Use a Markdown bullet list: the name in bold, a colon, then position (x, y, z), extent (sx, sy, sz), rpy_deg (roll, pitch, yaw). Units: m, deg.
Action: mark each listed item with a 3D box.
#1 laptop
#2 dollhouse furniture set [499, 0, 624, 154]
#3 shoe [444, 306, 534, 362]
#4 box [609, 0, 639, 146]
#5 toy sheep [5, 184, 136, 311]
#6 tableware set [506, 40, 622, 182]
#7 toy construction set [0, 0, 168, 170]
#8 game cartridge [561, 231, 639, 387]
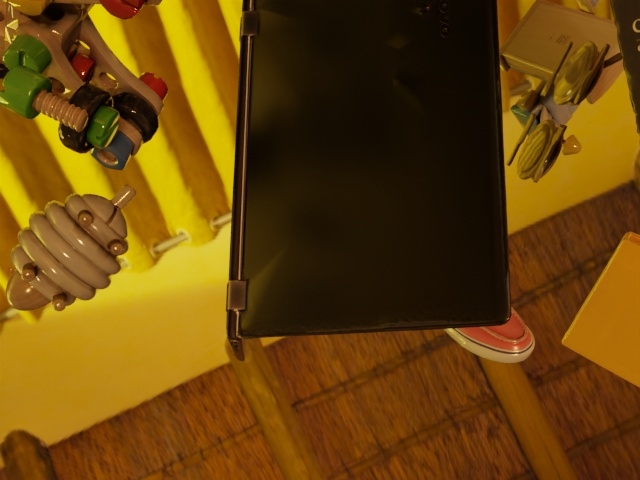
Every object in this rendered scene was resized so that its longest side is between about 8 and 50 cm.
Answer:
- **laptop**: position (0.022, -0.072, 0.807), extent (0.236, 0.408, 0.382), rpy_deg (3, -105, -4)
- **dollhouse furniture set**: position (0.514, -0.318, 1.345), extent (0.198, 0.303, 0.286), rpy_deg (37, -90, 40)
- **shoe**: position (0.140, 0.043, 0.722), extent (0.063, 0.081, 0.178), rpy_deg (-32, -125, -29)
- **box**: position (0.401, -0.223, 0.527), extent (0.343, 0.312, 0.179), rpy_deg (-10, -175, 38)
- **toy sheep**: position (-0.196, 0.006, 0.580), extent (0.132, 0.091, 0.091), rpy_deg (-41, -141, -8)
- **tableware set**: position (0.320, -0.164, 0.957), extent (0.039, 0.194, 0.128), rpy_deg (22, -165, -9)
- **toy construction set**: position (-0.235, -0.244, 0.668), extent (0.237, 0.257, 0.309), rpy_deg (25, -101, -2)
- **game cartridge**: position (0.713, 0.174, 1.555), extent (0.285, 0.323, 0.053), rpy_deg (30, -138, 18)
